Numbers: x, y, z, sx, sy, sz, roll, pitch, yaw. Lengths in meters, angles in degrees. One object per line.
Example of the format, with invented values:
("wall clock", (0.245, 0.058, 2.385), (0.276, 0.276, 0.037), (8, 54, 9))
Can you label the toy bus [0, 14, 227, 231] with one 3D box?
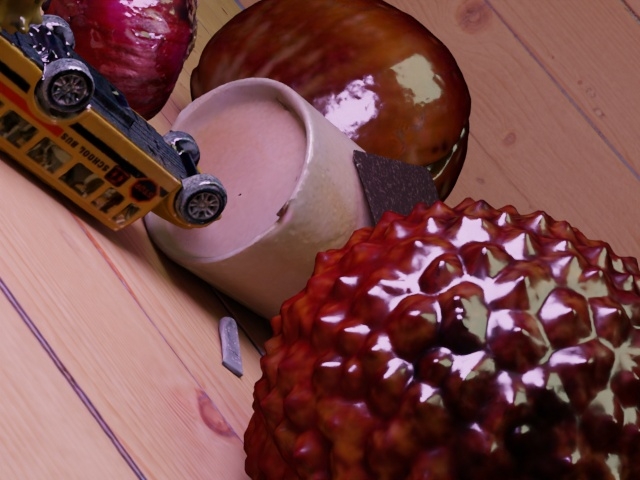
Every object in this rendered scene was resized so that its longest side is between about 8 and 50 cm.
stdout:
("toy bus", (-0.239, -0.112, 1.358), (0.335, 0.123, 0.121), (41, 11, -40))

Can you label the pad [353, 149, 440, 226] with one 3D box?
("pad", (0.131, 0.057, 1.565), (0.220, 0.004, 0.330), (8, 62, -61))

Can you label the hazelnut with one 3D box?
("hazelnut", (0.016, -0.178, 2.066), (0.429, 0.402, 0.402), (45, 7, 26))

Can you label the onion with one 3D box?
("onion", (-0.241, -0.261, 1.626), (0.190, 0.246, 0.246), (16, 23, -20))

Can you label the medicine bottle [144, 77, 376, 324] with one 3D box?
("medicine bottle", (0.000, 0.000, 1.642), (0.406, 0.236, 0.235), (38, 15, -48))

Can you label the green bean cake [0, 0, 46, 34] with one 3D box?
("green bean cake", (-0.355, -0.282, 1.170), (0.310, 0.202, 0.285), (24, 4, 5))

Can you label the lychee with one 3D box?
("lychee", (0.151, 0.162, 1.248), (0.424, 0.424, 0.500), (50, 36, 2))

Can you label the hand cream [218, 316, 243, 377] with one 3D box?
("hand cream", (-0.096, 0.110, 1.457), (0.030, 0.019, 0.093), (42, 14, -28))
